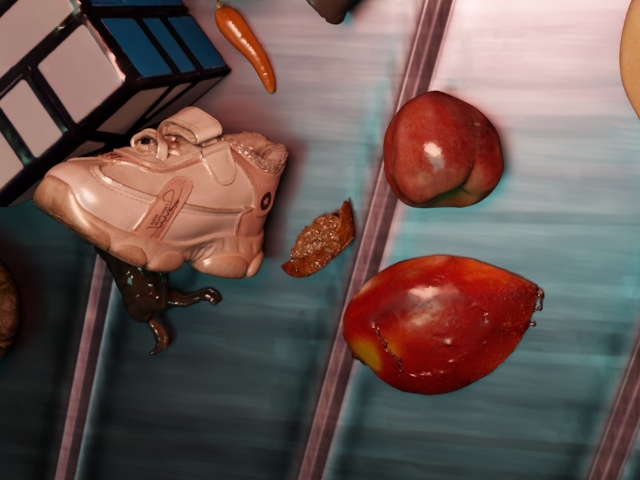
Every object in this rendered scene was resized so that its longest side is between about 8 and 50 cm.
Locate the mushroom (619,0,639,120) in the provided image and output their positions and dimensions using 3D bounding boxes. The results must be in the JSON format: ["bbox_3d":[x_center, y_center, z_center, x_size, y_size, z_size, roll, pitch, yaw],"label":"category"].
[{"bbox_3d":[0.447,-0.201,1.071,0.246,0.202,0.246,7,115,15],"label":"mushroom"}]

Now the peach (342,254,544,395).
[{"bbox_3d":[0.158,0.115,1.299,0.279,0.068,0.189,-20,97,20],"label":"peach"}]

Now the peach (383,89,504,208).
[{"bbox_3d":[0.148,-0.116,1.217,0.152,0.152,0.152,4,103,16],"label":"peach"}]

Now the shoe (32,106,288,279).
[{"bbox_3d":[-0.191,-0.075,1.241,0.171,0.351,0.198,25,98,34],"label":"shoe"}]

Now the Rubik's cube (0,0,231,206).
[{"bbox_3d":[-0.341,-0.238,1.262,0.293,0.288,0.283,-38,90,24],"label":"Rubik's cube"}]

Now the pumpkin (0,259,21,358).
[{"bbox_3d":[-0.560,0.102,1.470,0.237,0.159,0.238,2,102,9],"label":"pumpkin"}]

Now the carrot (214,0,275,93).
[{"bbox_3d":[-0.099,-0.260,1.314,0.035,0.035,0.142,-34,95,21],"label":"carrot"}]

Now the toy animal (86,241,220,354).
[{"bbox_3d":[-0.252,0.046,1.415,0.148,0.084,0.233,-19,103,37],"label":"toy animal"}]

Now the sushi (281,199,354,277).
[{"bbox_3d":[0.000,0.000,1.332,0.120,0.052,0.055,-39,104,23],"label":"sushi"}]

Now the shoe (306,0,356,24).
[{"bbox_3d":[0.003,-0.315,1.234,0.240,0.108,0.093,-5,102,25],"label":"shoe"}]
